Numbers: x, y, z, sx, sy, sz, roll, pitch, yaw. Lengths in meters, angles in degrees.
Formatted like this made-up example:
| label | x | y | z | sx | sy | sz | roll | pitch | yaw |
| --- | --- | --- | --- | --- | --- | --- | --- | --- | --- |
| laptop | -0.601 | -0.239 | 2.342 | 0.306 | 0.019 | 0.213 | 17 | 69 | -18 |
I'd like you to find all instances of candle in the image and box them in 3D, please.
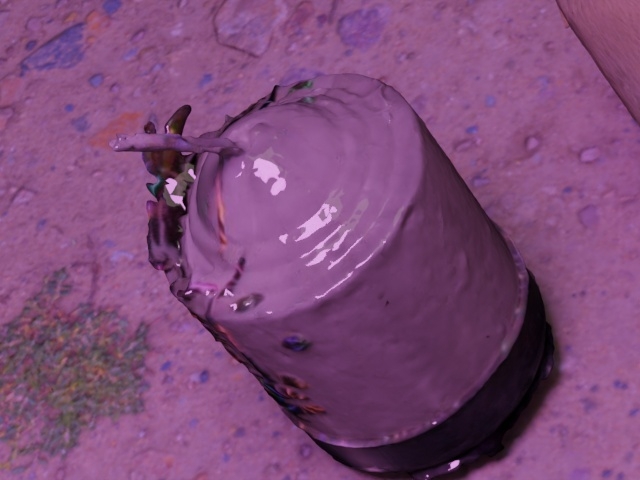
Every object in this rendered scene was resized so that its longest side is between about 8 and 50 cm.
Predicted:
| label | x | y | z | sx | sy | sz | roll | pitch | yaw |
| --- | --- | --- | --- | --- | --- | --- | --- | --- | --- |
| candle | 0.000 | 0.000 | 1.022 | 0.187 | 0.330 | 0.187 | -18 | 48 | 22 |

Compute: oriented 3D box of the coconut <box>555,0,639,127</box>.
| label | x | y | z | sx | sy | sz | roll | pitch | yaw |
| --- | --- | --- | --- | --- | --- | --- | --- | --- | --- |
| coconut | 0.321 | -0.167 | 0.998 | 0.346 | 0.360 | 0.346 | -33 | 20 | 14 |
